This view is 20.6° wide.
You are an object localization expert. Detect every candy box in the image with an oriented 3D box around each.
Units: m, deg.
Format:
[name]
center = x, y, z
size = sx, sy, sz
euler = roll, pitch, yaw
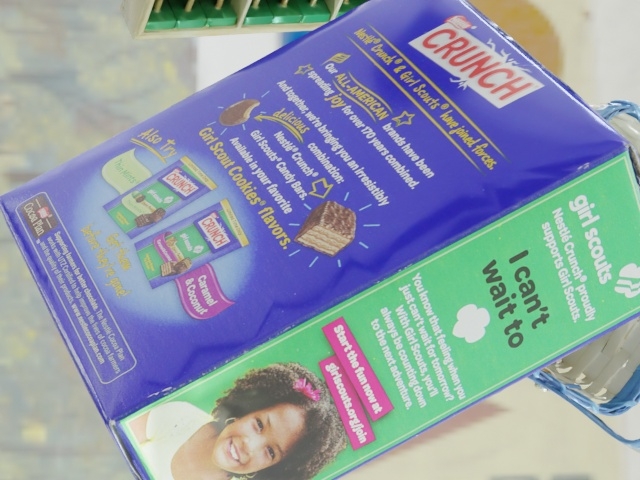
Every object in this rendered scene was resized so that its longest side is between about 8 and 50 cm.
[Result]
[candy box]
center = 0.000, 0.000, 1.042
size = 0.268, 0.317, 0.122
euler = 53, -10, 54

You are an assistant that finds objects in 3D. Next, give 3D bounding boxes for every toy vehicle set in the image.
[toy vehicle set]
center = -0.010, -0.233, 1.376
size = 0.035, 0.267, 0.166
euler = 64, -34, 31

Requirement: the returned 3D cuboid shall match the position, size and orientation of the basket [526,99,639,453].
[basket]
center = 0.241, 0.013, 1.395
size = 0.255, 0.201, 0.289
euler = -58, -153, -1
